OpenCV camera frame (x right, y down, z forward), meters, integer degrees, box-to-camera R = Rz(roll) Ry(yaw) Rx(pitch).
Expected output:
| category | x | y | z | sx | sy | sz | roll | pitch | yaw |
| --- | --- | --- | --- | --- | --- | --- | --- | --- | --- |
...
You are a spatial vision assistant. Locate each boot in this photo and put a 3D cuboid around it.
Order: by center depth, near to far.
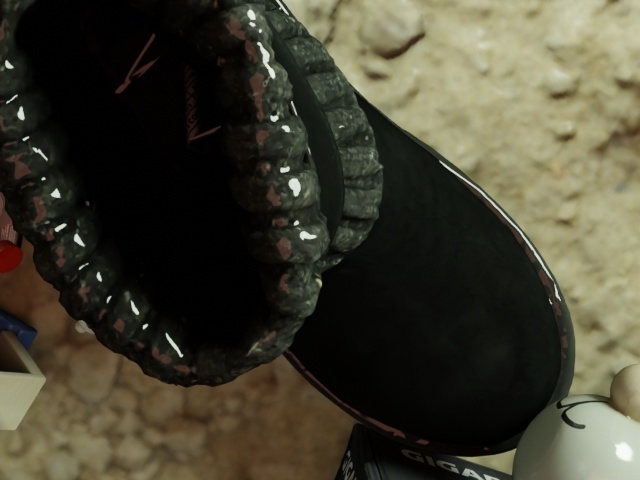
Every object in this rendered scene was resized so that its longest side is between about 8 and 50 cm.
| category | x | y | z | sx | sy | sz | roll | pitch | yaw |
| --- | --- | --- | --- | --- | --- | --- | --- | --- | --- |
| boot | -0.004 | 0.002 | 0.648 | 0.131 | 0.260 | 0.348 | -45 | 104 | 7 |

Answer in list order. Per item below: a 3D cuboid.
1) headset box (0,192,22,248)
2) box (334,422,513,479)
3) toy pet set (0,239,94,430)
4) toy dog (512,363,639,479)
| category | x | y | z | sx | sy | sz | roll | pitch | yaw |
| --- | --- | --- | --- | --- | --- | --- | --- | --- | --- |
| headset box | -0.175 | -0.029 | 0.744 | 0.083 | 0.032 | 0.062 | 11 | 103 | -6 |
| box | 0.153 | 0.209 | 0.701 | 0.296 | 0.293 | 0.073 | 20 | 104 | -9 |
| toy pet set | -0.147 | 0.033 | 0.751 | 0.122 | 0.065 | 0.114 | 12 | 119 | -49 |
| toy dog | 0.277 | 0.120 | 0.739 | 0.334 | 0.220 | 0.161 | 13 | 106 | -34 |
